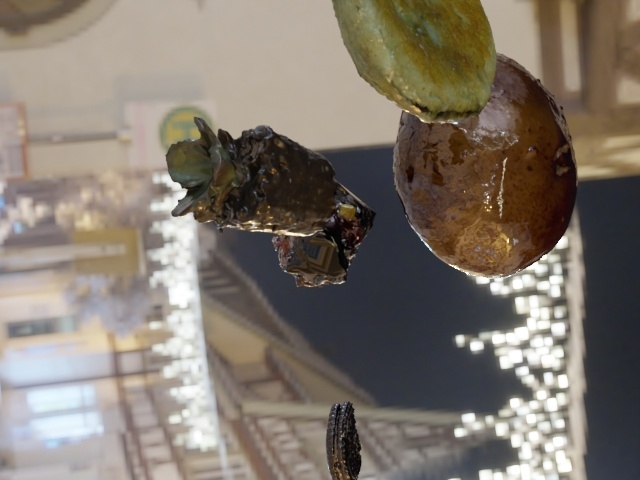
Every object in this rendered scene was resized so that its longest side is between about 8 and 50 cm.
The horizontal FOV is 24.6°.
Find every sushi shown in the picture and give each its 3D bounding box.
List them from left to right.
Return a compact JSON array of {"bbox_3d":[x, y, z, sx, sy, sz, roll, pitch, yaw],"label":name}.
[{"bbox_3d":[0.000,0.000,2.499,0.172,0.153,0.150,-49,-164,11],"label":"sushi"}]

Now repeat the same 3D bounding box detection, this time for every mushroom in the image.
[{"bbox_3d":[0.230,-0.120,2.222,0.356,0.334,0.331,17,-85,58],"label":"mushroom"}]

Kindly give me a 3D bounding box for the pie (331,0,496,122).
[{"bbox_3d":[0.101,-0.269,1.663,0.323,0.070,0.323,35,43,-41],"label":"pie"}]

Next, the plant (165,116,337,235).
[{"bbox_3d":[-0.087,-0.072,1.795,0.131,0.203,0.143,6,-102,53],"label":"plant"}]

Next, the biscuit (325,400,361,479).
[{"bbox_3d":[0.025,0.218,1.576,0.087,0.027,0.089,40,49,-72],"label":"biscuit"}]
